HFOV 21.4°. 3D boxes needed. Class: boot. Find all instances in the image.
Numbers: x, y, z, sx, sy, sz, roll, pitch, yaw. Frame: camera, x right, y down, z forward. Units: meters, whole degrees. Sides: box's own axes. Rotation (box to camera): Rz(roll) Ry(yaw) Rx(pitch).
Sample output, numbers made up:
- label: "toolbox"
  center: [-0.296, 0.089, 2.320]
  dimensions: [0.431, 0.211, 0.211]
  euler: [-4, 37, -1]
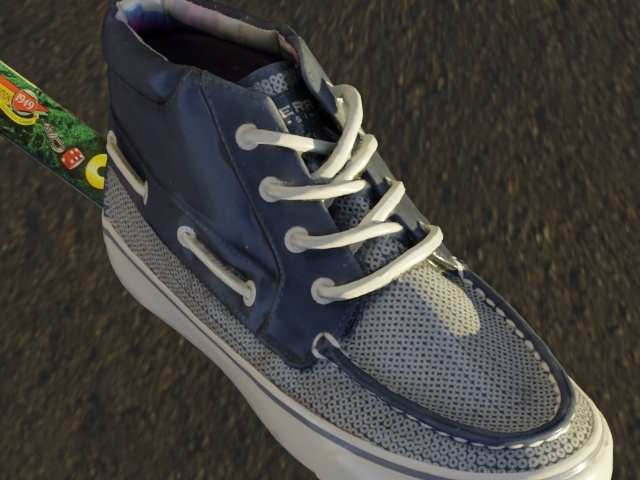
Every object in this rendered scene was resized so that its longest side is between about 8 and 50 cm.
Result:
- label: "boot"
  center: [0.000, 0.000, 0.453]
  dimensions: [0.190, 0.069, 0.086]
  euler: [30, 135, 38]

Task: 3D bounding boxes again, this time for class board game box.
- label: "board game box"
  center: [-0.045, 0.010, 0.764]
  dimensions: [0.259, 0.136, 0.030]
  euler: [36, 83, 1]
